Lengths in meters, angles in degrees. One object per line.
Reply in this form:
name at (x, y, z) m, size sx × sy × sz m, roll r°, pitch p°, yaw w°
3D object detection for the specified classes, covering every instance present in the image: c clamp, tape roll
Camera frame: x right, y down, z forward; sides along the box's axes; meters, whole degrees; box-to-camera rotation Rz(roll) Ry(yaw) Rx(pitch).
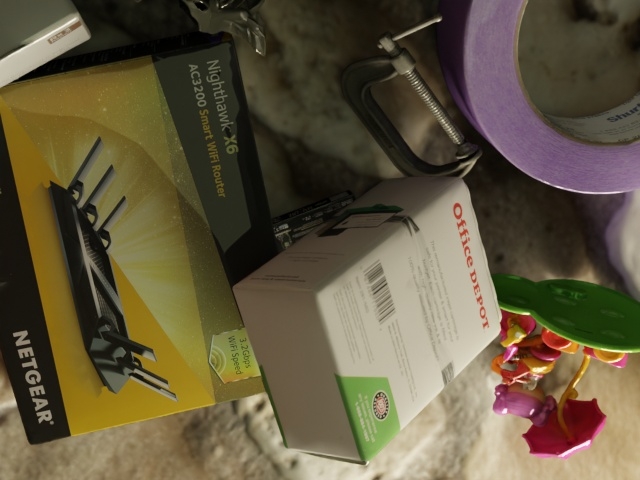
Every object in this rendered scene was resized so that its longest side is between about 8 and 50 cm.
c clamp at (0.083, -0.109, 1.011) m, size 0.160 × 0.137 × 0.022 m, roll 55°, pitch 51°, yaw -26°
tape roll at (0.243, -0.182, 1.026) m, size 0.275 × 0.090 × 0.274 m, roll -3°, pitch 111°, yaw -9°

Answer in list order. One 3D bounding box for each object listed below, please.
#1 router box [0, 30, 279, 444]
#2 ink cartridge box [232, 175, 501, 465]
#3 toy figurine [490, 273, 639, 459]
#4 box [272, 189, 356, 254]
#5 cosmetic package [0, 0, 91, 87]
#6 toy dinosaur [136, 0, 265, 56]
router box at (-0.161, -0.003, 0.999) m, size 0.243 × 0.081 × 0.308 m, roll -13°, pitch 109°, yaw -3°
ink cartridge box at (0.048, 0.059, 1.008) m, size 0.219 × 0.093 × 0.160 m, roll -36°, pitch 117°, yaw -43°
toy figurine at (0.215, 0.129, 1.125) m, size 0.173 × 0.130 × 0.159 m, roll 14°, pitch 114°, yaw 6°
box at (0.000, 0.000, 1.076) m, size 0.083 × 0.018 × 0.067 m, roll -22°, pitch 110°, yaw -5°
cosmetic package at (-0.278, -0.226, 0.873) m, size 0.117 × 0.085 × 0.231 m, roll -29°, pitch 91°, yaw -4°
toy dinosaur at (-0.070, -0.282, 0.875) m, size 0.322 × 0.164 × 0.218 m, roll 16°, pitch 118°, yaw -36°
